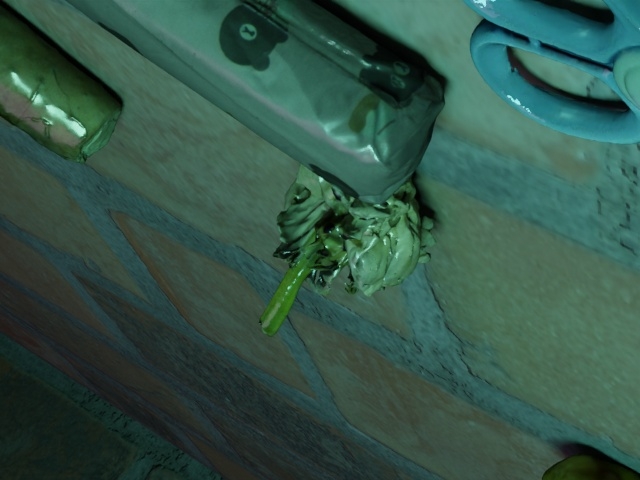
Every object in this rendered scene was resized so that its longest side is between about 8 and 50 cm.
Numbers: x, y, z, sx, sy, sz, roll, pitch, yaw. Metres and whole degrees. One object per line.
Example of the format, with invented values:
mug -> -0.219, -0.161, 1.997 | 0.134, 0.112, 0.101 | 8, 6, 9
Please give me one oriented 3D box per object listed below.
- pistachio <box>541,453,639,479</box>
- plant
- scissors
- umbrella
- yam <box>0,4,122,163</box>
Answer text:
pistachio -> 0.237, 0.238, 0.888 | 0.189, 0.100, 0.110 | 30, 157, 15
plant -> 0.000, 0.000, 0.707 | 0.104, 0.122, 0.116 | 41, 173, 24
scissors -> 0.156, -0.047, 0.427 | 0.256, 0.030, 0.125 | 27, 163, 31
umbrella -> -0.089, -0.135, 0.602 | 0.337, 0.067, 0.073 | 34, 149, 7
yam -> -0.280, -0.170, 0.874 | 0.317, 0.071, 0.067 | 38, -161, -8
